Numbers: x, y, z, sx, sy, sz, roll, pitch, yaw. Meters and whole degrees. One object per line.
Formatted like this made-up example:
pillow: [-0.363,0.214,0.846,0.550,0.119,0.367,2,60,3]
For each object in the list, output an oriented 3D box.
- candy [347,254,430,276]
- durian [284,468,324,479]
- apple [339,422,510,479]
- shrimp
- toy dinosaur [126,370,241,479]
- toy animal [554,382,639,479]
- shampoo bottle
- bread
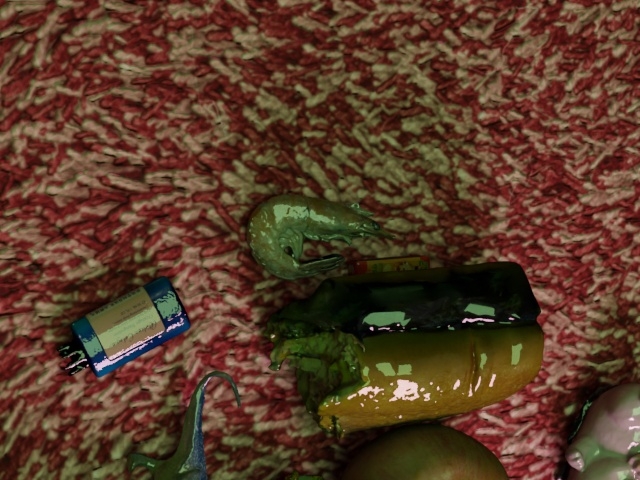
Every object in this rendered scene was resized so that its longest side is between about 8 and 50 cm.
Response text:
candy: [0.104,0.057,1.891,0.122,0.038,0.062,-5,94,-20]
durian: [-0.048,0.437,1.789,0.146,0.159,0.198,-12,100,-2]
apple: [0.144,0.386,1.819,0.257,0.234,0.257,0,90,-19]
shrimp: [0.000,0.000,1.847,0.223,0.047,0.126,7,97,-15]
toy dinosaur: [-0.208,0.358,1.776,0.147,0.076,0.363,4,97,-29]
toy animal: [0.472,0.372,1.983,0.208,0.154,0.325,-1,102,-28]
shampoo bottle: [-0.276,0.126,1.749,0.183,0.050,0.087,-28,105,-17]
bread: [0.134,0.152,1.790,0.376,0.251,0.208,-8,74,-20]
